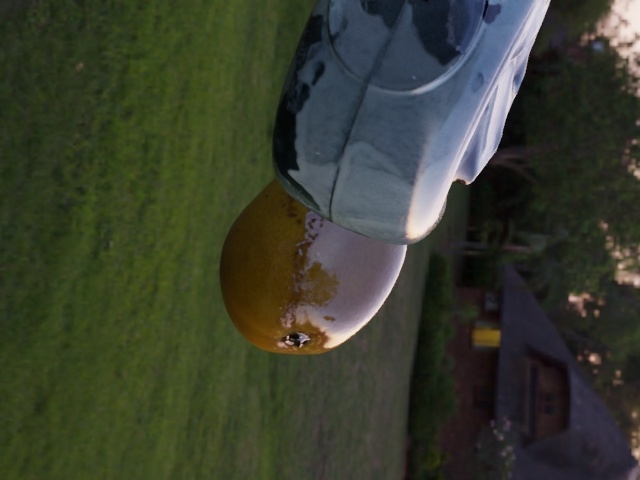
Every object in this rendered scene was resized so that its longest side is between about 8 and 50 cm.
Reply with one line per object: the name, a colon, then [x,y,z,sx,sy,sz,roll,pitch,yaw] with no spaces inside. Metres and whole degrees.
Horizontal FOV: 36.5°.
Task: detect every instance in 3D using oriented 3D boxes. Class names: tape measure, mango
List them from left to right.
mango: [0.000,0.000,1.493,0.221,0.263,0.378,82,30,-63]
tape measure: [0.077,-0.130,0.724,0.256,0.147,0.275,-52,165,-47]
